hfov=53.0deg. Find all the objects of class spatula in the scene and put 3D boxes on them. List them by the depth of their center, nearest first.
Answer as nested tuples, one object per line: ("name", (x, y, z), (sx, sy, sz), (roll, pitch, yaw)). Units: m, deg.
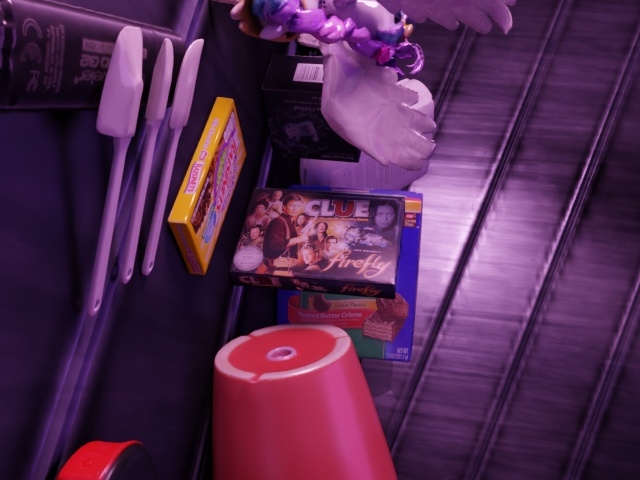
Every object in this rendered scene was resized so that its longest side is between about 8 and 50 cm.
("spatula", (-0.160, -0.061, 0.568), (0.168, 0.019, 0.242), (-65, 172, -73))

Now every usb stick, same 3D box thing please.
("usb stick", (-0.175, -0.139, 0.501), (0.278, 0.045, 0.077), (-48, 152, -74))

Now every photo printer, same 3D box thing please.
("photo printer", (0.094, -0.179, 1.386), (0.107, 0.307, 0.256), (50, -17, 31))

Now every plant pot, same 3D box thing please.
("plant pot", (-0.037, 0.264, 0.919), (0.275, 0.274, 0.243), (-53, 137, -71))

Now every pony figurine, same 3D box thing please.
("pony figurine", (0.054, -0.309, 0.900), (0.364, 0.350, 0.303), (-73, -174, -55))

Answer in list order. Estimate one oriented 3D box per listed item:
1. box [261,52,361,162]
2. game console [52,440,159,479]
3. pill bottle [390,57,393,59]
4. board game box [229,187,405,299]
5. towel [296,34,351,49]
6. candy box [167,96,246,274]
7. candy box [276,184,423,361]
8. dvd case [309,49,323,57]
("box", (-0.005, -0.221, 1.086), (0.158, 0.155, 0.093), (81, 18, -53))
("game console", (-0.207, 0.402, 0.539), (0.342, 0.060, 0.387), (84, 15, -44))
("pill bottle", (0.096, -0.386, 1.501), (0.152, 0.152, 0.272), (77, 12, -59))
("board game box", (0.000, 0.000, 0.975), (0.042, 0.243, 0.165), (80, 18, -53))
("towel", (0.056, -0.474, 1.305), (0.282, 0.049, 0.187), (-8, 111, -53))
("candy box", (-0.136, -0.070, 0.800), (0.105, 0.027, 0.206), (87, 13, -54))
("candy box", (0.056, 0.060, 1.251), (0.122, 0.267, 0.318), (-57, 150, -77))
("dvd case", (-0.005, -0.310, 1.434), (0.164, 0.018, 0.222), (-59, 153, -69))
